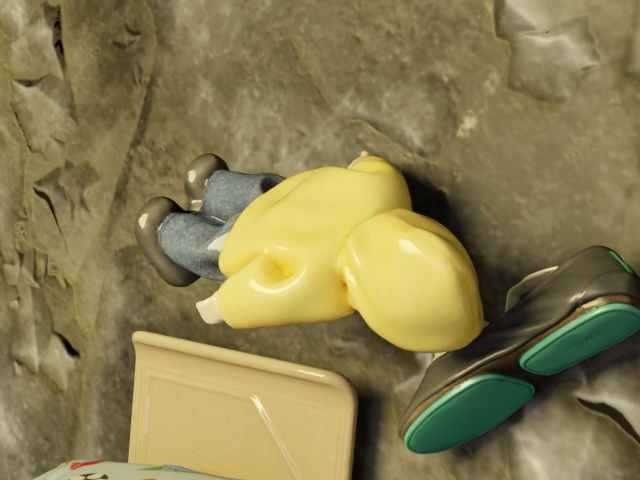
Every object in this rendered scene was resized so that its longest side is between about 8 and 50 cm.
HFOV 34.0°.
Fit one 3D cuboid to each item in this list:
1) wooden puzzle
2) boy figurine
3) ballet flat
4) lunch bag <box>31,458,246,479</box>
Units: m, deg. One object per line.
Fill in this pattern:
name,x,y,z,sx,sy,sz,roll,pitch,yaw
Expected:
wooden puzzle,-0.067,0.201,0.833,0.221,0.044,0.239,7,99,35
boy figurine,0.000,0.000,0.727,0.285,0.177,0.092,13,139,42
ballet flat,0.126,0.069,0.689,0.203,0.074,0.074,-41,67,34
lunch bag,-0.123,0.298,0.789,0.303,0.115,0.243,0,100,37
